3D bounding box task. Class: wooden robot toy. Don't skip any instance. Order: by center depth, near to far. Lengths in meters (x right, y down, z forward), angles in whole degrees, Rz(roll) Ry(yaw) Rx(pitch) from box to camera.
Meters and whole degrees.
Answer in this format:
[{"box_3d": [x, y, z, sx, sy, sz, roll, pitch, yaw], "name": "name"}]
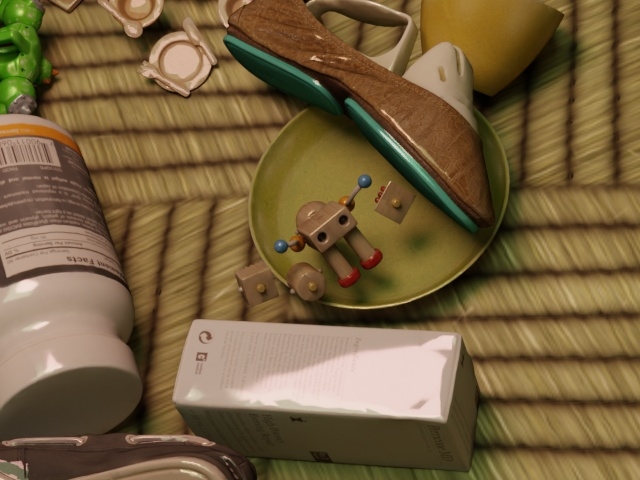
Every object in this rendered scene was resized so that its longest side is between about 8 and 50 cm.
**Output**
[{"box_3d": [0.000, 0.000, 1.390, 0.173, 0.076, 0.079, -38, 23, -8], "name": "wooden robot toy"}]

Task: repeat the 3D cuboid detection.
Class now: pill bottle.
[{"box_3d": [-0.258, 0.036, 1.410, 0.162, 0.162, 0.278, -23, 58, 1], "name": "pill bottle"}]

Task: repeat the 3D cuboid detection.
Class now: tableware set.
[{"box_3d": [-0.131, -0.236, 1.588, 0.169, 0.020, 0.141, -42, 80, -6], "name": "tableware set"}]

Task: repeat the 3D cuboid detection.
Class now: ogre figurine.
[{"box_3d": [-0.334, -0.175, 1.591, 0.118, 0.097, 0.197, -9, 47, 23], "name": "ogre figurine"}]

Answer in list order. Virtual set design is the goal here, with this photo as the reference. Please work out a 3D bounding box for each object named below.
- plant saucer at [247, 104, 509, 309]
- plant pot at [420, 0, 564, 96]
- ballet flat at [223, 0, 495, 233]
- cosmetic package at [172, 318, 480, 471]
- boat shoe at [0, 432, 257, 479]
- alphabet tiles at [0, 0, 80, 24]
[{"box_3d": [0.054, -0.037, 1.443, 0.241, 0.037, 0.241, -7, 59, 12], "name": "plant saucer"}, {"box_3d": [0.145, -0.189, 1.465, 0.134, 0.134, 0.095, 26, 98, 26], "name": "plant pot"}, {"box_3d": [0.056, -0.142, 1.415, 0.124, 0.116, 0.342, -48, 54, -5], "name": "ballet flat"}, {"box_3d": [0.008, 0.129, 1.314, 0.231, 0.117, 0.085, 3, 62, 18], "name": "cosmetic package"}, {"box_3d": [-0.211, 0.212, 1.267, 0.335, 0.095, 0.112, -5, 94, 16], "name": "boat shoe"}, {"box_3d": [-0.301, -0.396, 1.744, 0.285, 0.011, 0.342, 33, 76, 25], "name": "alphabet tiles"}]
